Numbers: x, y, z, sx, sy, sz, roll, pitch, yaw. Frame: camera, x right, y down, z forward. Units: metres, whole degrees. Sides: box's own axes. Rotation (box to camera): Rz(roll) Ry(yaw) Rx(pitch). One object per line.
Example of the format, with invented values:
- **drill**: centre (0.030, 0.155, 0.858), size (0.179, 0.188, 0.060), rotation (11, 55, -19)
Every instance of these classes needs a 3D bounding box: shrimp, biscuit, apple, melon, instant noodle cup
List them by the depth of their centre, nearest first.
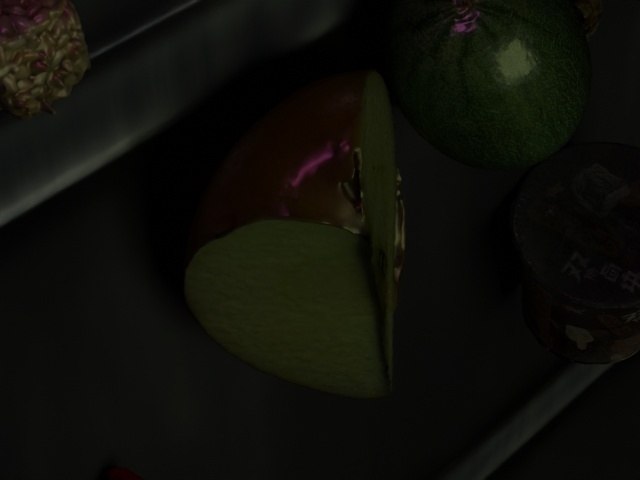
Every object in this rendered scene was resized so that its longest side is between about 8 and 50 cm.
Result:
- **biscuit**: centre (-0.207, -0.137, 1.035), size (0.070, 0.168, 0.082), rotation (-39, 142, -22)
- **apple**: centre (0.000, 0.000, 1.516), size (0.254, 0.179, 0.346), rotation (-36, 150, -12)
- **melon**: centre (0.154, -0.157, 1.594), size (0.182, 0.182, 0.288), rotation (-54, 151, -6)
- **shrimp**: centre (0.250, -0.208, 1.860), size (0.161, 0.034, 0.091), rotation (-21, 137, -50)
- **instant noodle cup**: centre (0.325, 0.028, 2.062), size (0.217, 0.217, 0.207), rotation (-47, 159, -20)

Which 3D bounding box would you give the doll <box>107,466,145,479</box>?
- **doll**: centre (-0.262, 0.391, 1.605), size (0.188, 0.099, 0.384), rotation (-12, 126, -55)
